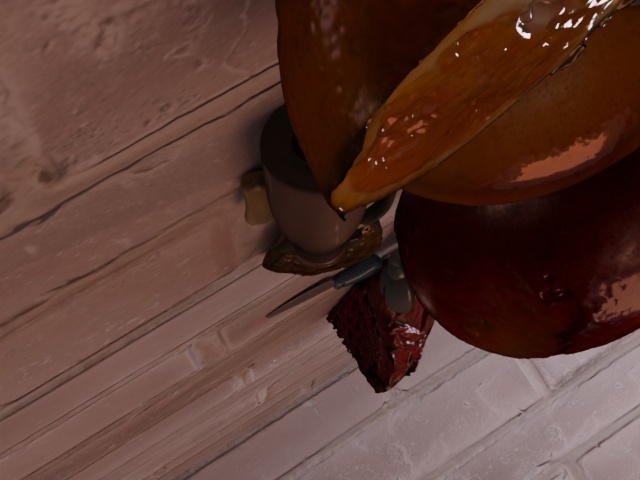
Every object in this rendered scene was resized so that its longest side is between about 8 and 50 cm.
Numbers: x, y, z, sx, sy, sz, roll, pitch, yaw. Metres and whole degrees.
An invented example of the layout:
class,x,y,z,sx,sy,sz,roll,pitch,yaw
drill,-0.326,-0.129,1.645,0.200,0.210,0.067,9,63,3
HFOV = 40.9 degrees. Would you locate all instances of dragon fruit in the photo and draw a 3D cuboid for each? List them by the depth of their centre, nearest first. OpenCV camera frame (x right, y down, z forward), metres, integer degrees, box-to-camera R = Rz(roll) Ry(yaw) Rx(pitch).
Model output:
class,x,y,z,sx,sy,sz,roll,pitch,yaw
dragon fruit,0.126,0.151,1.812,0.240,0.302,0.330,-2,148,3

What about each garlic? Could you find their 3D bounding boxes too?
class,x,y,z,sx,sy,sz,roll,pitch,yaw
garlic,-0.060,-0.049,0.904,0.053,0.041,0.083,-21,155,-6

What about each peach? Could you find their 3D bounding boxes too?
class,x,y,z,sx,sy,sz,roll,pitch,yaw
peach,0.317,-0.019,1.122,0.416,0.353,0.339,-28,133,31

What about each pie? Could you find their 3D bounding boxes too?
class,x,y,z,sx,sy,sz,roll,pitch,yaw
pie,0.000,0.000,1.133,0.163,0.079,0.193,-22,164,-14

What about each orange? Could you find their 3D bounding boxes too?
class,x,y,z,sx,sy,sz,roll,pitch,yaw
orange,0.105,-0.149,0.496,0.274,0.274,0.310,-17,124,-50

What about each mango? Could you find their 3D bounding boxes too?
class,x,y,z,sx,sy,sz,roll,pitch,yaw
mango,0.197,-0.146,0.894,0.350,0.199,0.201,-20,137,-3

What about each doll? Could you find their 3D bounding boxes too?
class,x,y,z,sx,sy,sz,roll,pitch,yaw
doll,0.209,0.029,1.607,0.194,0.153,0.258,-20,135,-23

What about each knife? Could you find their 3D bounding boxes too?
class,x,y,z,sx,sy,sz,roll,pitch,yaw
knife,0.010,0.084,1.569,0.244,0.032,0.058,-24,167,-22

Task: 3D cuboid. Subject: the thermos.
class,x,y,z,sx,sy,sz,roll,pitch,yaw
thermos,0.014,-0.045,0.846,0.137,0.105,0.193,-19,152,-10
